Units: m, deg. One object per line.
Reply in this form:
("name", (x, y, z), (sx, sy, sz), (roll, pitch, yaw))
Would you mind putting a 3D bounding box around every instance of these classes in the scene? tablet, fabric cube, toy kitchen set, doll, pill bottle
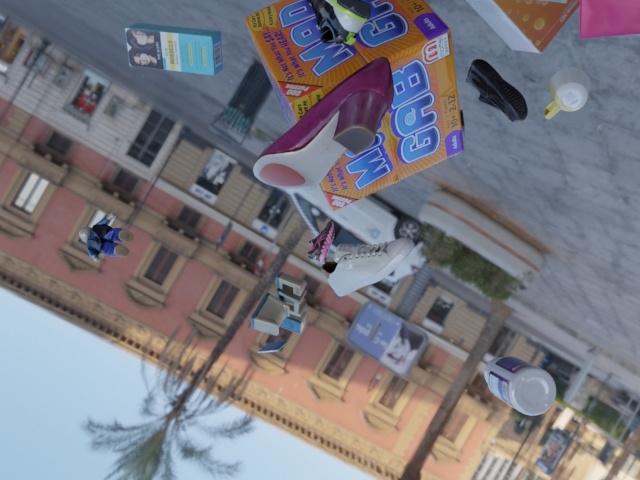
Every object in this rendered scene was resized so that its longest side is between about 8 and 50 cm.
("tablet", (-0.114, 0.257, 1.489), (0.054, 0.006, 0.083), (-7, -177, 15))
("fabric cube", (0.814, -0.655, 1.535), (0.258, 0.254, 0.259), (7, -155, 37))
("toy kitchen set", (-0.121, 0.184, 1.500), (0.122, 0.166, 0.207), (19, 142, 16))
("doll", (-0.531, -0.009, 1.519), (0.188, 0.129, 0.046), (8, 169, 40))
("pill bottle", (0.458, 0.332, 1.445), (0.108, 0.108, 0.193), (30, 177, -6))

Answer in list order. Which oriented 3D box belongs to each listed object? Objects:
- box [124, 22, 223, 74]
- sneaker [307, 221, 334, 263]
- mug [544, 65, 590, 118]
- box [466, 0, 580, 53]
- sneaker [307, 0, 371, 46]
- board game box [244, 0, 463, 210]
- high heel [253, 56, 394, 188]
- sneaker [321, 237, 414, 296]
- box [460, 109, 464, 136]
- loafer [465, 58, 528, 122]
("box", (-0.376, -0.494, 1.587), (0.244, 0.101, 0.060), (10, -148, 13))
("sneaker", (0.000, 0.000, 1.511), (0.057, 0.119, 0.047), (11, 147, 15))
("mug", (0.395, -0.228, 0.979), (0.062, 0.078, 0.064), (10, -144, 12))
("box", (0.583, -0.762, 1.851), (0.345, 0.215, 0.168), (34, -172, -25))
("sneaker", (0.010, -0.427, 1.162), (0.084, 0.097, 0.235), (11, -155, -29))
("board game box", (0.085, -0.366, 1.453), (0.357, 0.356, 0.356), (66, 179, -51))
("high heel", (0.003, -0.223, 1.241), (0.127, 0.181, 0.377), (36, 148, -32))
("sneaker", (0.110, 0.049, 1.628), (0.123, 0.290, 0.106), (49, -142, -11))
("box", (0.357, -0.322, 1.720), (0.083, 0.062, 0.052), (-5, 152, 9))
("loafer", (0.485, -0.404, 1.708), (0.080, 0.078, 0.220), (-20, -113, -37))
